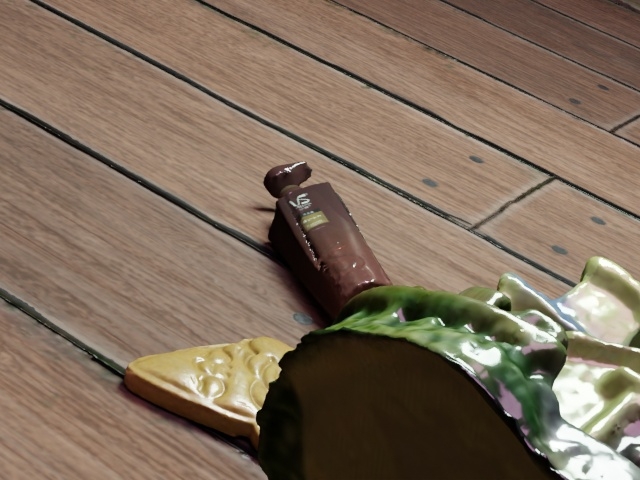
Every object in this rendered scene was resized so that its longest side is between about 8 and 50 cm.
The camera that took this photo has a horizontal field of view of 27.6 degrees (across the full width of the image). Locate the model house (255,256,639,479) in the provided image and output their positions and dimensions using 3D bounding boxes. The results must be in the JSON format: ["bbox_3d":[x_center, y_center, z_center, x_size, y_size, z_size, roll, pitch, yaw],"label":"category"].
[{"bbox_3d":[0.165,0.124,0.767,0.266,0.261,0.321,-29,57,-35],"label":"model house"}]

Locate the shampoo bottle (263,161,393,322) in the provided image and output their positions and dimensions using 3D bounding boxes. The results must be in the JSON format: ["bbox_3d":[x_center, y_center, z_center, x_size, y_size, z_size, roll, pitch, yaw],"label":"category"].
[{"bbox_3d":[0.002,-0.002,1.195,0.068,0.067,0.236,-4,33,-23],"label":"shampoo bottle"}]

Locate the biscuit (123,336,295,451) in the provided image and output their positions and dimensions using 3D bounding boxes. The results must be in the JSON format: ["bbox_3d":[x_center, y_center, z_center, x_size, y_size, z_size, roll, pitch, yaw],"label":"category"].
[{"bbox_3d":[-0.025,0.118,0.989,0.250,0.035,0.162,9,23,-15],"label":"biscuit"}]
